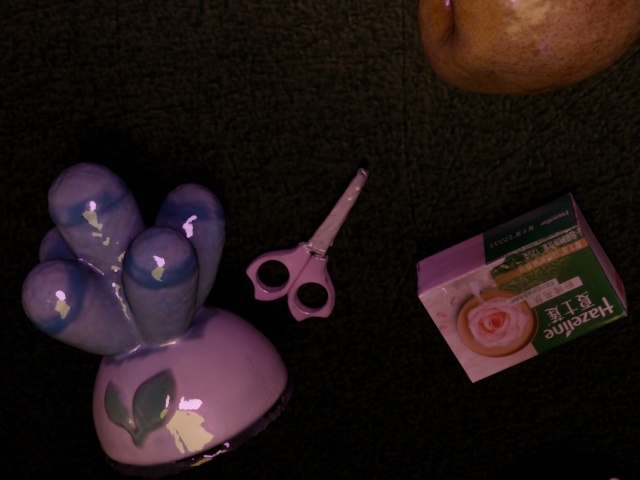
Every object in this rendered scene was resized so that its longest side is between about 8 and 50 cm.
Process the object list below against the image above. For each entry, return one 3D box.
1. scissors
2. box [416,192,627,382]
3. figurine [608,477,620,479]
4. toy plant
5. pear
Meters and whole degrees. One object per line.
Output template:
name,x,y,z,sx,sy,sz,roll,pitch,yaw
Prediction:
scissors,0.000,0.000,1.521,0.110,0.021,0.212,28,117,-8
box,0.222,0.054,1.505,0.199,0.081,0.135,-25,114,19
figurine,0.280,0.378,1.643,0.236,0.141,0.162,-40,104,22
toy plant,-0.194,0.064,1.471,0.247,0.247,0.332,-18,110,13
pear,0.205,-0.235,1.275,0.211,0.228,0.188,-8,80,-12
